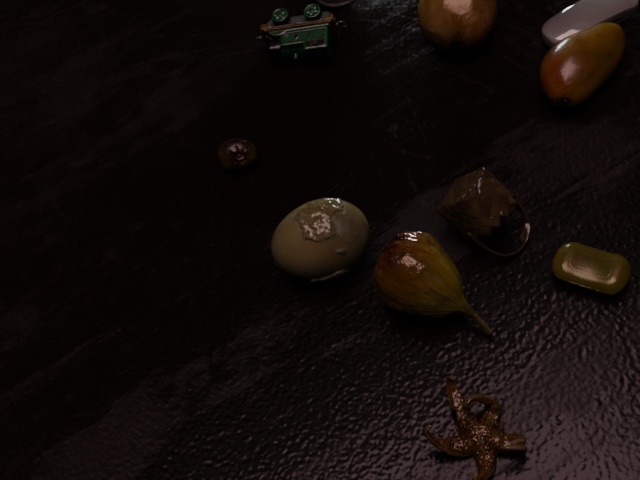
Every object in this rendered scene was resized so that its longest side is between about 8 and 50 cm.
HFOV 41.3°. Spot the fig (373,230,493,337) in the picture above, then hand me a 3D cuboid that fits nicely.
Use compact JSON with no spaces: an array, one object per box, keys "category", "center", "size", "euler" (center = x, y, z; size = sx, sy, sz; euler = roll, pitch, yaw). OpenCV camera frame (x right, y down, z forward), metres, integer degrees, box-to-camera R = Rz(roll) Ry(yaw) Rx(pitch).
[{"category":"fig","center":[0.220,0.098,1.597],"size":[0.257,0.159,0.159],"euler":[38,71,9]}]

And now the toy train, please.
[{"category":"toy train","center":[-0.048,-0.494,2.074],"size":[0.227,0.091,0.136],"euler":[-7,66,9]}]

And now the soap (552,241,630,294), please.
[{"category":"soap","center":[0.507,0.053,1.594],"size":[0.140,0.045,0.089],"euler":[19,66,23]}]

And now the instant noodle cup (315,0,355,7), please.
[{"category":"instant noodle cup","center":[0.031,-0.705,2.135],"size":[0.213,0.213,0.174],"euler":[-18,63,2]}]

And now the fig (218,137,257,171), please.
[{"category":"fig","center":[-0.192,-0.197,1.928],"size":[0.084,0.082,0.098],"euler":[-47,17,-1]}]

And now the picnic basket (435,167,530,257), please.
[{"category":"picnic basket","center":[0.330,-0.046,1.663],"size":[0.178,0.138,0.128],"euler":[36,75,-10]}]

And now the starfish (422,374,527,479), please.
[{"category":"starfish","center":[0.254,0.324,1.458],"size":[0.146,0.074,0.190],"euler":[-29,55,-8]}]

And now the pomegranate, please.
[{"category":"pomegranate","center":[0.312,-0.533,1.956],"size":[0.196,0.196,0.196],"euler":[-7,56,10]}]

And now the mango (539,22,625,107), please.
[{"category":"mango","center":[0.565,-0.389,1.834],"size":[0.138,0.113,0.253],"euler":[33,68,29]}]

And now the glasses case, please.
[{"category":"glasses case","center":[0.613,-0.506,1.933],"size":[0.233,0.059,0.092],"euler":[-31,53,-6]}]

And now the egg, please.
[{"category":"egg","center":[-0.001,-0.003,1.689],"size":[0.201,0.164,0.164],"euler":[-21,54,5]}]
